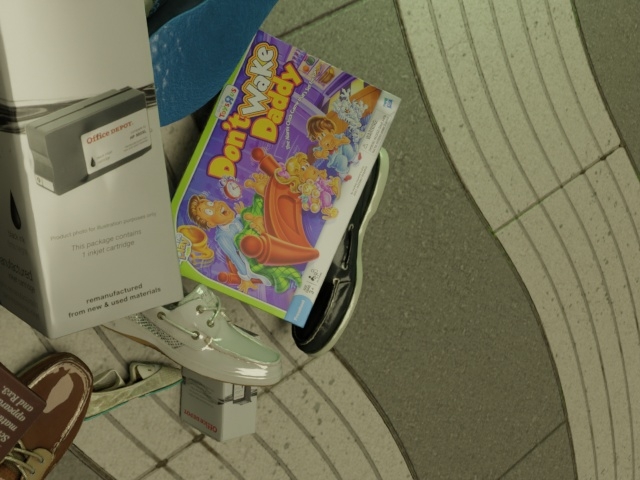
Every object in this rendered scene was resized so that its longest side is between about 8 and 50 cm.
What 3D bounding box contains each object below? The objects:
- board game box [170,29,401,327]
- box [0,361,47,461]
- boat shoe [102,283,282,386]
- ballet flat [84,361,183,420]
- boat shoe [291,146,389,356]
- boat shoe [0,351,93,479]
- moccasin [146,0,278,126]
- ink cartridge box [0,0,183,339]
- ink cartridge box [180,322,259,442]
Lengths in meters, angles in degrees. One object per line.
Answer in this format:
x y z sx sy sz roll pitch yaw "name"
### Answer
-0.066 -0.084 1.336 0.233 0.078 0.347 24 85 -11 "board game box"
-0.448 0.108 0.948 0.143 0.381 0.191 -51 126 -17 "box"
-0.169 0.103 1.260 0.277 0.098 0.096 23 104 1 "boat shoe"
-0.265 0.196 1.330 0.168 0.057 0.052 -20 103 -34 "ballet flat"
0.003 0.000 1.445 0.113 0.127 0.339 22 86 -39 "boat shoe"
-0.390 0.285 1.196 0.123 0.116 0.324 39 75 -20 "boat shoe"
-0.160 -0.272 1.257 0.342 0.117 0.137 -49 130 -23 "moccasin"
-0.308 -0.128 1.062 0.166 0.286 0.394 -17 111 -34 "ink cartridge box"
-0.145 0.198 1.387 0.063 0.109 0.150 -6 105 -40 "ink cartridge box"
